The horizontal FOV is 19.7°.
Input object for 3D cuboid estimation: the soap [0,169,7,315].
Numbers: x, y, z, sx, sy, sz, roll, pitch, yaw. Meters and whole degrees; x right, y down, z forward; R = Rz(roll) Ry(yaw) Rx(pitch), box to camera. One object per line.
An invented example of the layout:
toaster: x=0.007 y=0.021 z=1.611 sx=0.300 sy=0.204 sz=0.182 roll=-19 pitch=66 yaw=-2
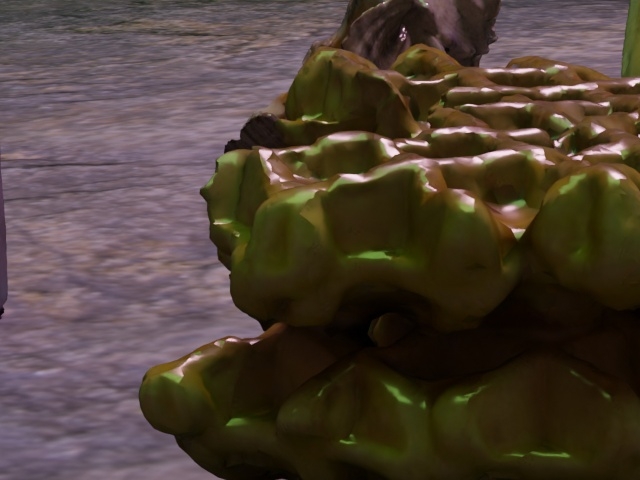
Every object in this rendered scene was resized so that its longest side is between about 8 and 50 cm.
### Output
soap: x=-0.322 y=-0.091 z=0.995 sx=0.296 sy=0.285 sz=0.107 roll=-1 pitch=12 yaw=19

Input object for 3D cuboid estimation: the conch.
conch: x=0.027 y=-0.106 z=1.282 sx=0.245 sy=0.163 sz=0.178 roll=-30 pitch=-20 yaw=30

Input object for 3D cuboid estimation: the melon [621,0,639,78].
melon: x=0.282 y=-0.097 z=1.201 sx=0.196 sy=0.124 sz=0.323 roll=-2 pitch=38 yaw=18

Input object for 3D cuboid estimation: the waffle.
waffle: x=0.074 y=0.007 z=0.757 sx=0.261 sy=0.151 sz=0.324 roll=2 pitch=16 yaw=4
